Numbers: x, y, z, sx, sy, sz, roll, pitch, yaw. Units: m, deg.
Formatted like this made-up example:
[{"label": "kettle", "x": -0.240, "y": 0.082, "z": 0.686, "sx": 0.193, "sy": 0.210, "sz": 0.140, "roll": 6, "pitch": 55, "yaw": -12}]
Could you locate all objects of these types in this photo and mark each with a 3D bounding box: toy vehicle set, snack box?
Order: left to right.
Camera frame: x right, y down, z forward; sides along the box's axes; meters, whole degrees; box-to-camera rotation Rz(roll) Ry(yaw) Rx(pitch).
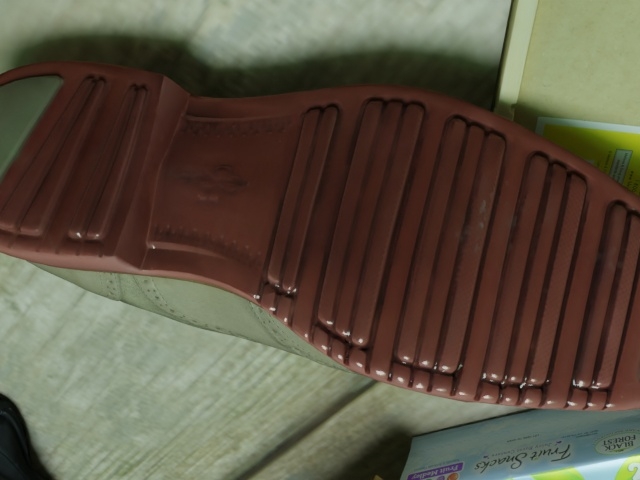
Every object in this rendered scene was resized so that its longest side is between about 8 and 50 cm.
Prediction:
[{"label": "snack box", "x": 0.172, "y": 0.208, "z": 0.551, "sx": 0.174, "sy": 0.070, "sz": 0.207, "roll": -21, "pitch": 108, "yaw": 28}, {"label": "toy vehicle set", "x": 0.159, "y": -0.027, "z": 0.396, "sx": 0.166, "sy": 0.035, "sz": 0.267, "roll": 8, "pitch": 132, "yaw": 6}]

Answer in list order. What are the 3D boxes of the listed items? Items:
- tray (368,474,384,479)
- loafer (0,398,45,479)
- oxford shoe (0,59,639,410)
[{"label": "tray", "x": 0.130, "y": 0.350, "z": 0.563, "sx": 0.411, "sy": 0.076, "sz": 0.203, "roll": 39, "pitch": 129, "yaw": 0}, {"label": "loafer", "x": -0.255, "y": 0.217, "z": 0.677, "sx": 0.076, "sy": 0.078, "sz": 0.223, "roll": 3, "pitch": 131, "yaw": 11}, {"label": "oxford shoe", "x": 0.000, "y": 0.000, "z": 0.409, "sx": 0.348, "sy": 0.123, "sz": 0.130, "roll": 17, "pitch": 165, "yaw": 14}]
